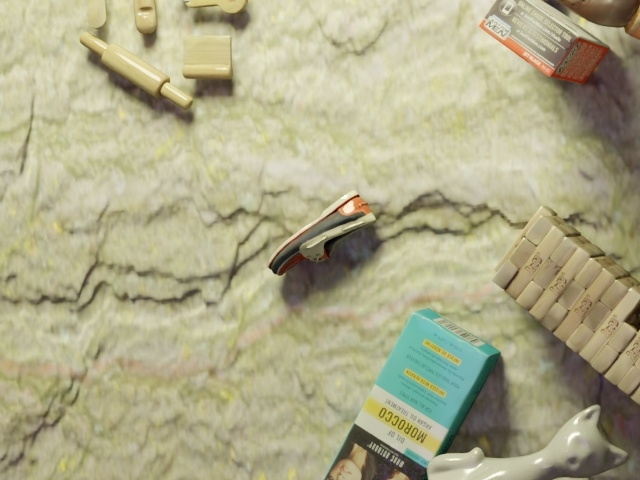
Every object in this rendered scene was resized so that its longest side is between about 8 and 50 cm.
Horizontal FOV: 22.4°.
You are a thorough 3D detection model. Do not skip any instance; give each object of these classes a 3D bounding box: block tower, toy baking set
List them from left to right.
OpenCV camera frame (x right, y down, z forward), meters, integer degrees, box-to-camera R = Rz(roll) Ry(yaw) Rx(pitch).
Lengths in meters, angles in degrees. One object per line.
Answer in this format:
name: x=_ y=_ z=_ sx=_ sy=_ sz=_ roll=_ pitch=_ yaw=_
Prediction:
toy baking set: x=-0.193 y=-0.277 z=1.882 sx=0.256 sy=0.030 sz=0.197 roll=28 pitch=98 yaw=17
block tower: x=0.327 y=0.102 z=1.668 sx=0.335 sy=0.097 sz=0.091 roll=40 pitch=103 yaw=16

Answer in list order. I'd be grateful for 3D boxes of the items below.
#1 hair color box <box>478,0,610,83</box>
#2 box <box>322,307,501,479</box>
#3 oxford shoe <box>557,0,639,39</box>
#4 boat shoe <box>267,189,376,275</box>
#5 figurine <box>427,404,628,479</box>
hair color box: x=0.231 y=-0.208 z=1.653 sx=0.093 sy=0.167 sz=0.053 roll=38 pitch=104 yaw=15
box: x=0.094 y=0.204 z=1.774 sx=0.100 sy=0.060 sz=0.244 roll=30 pitch=101 yaw=17
oxford shoe: x=0.337 y=-0.389 z=1.612 sx=0.132 sy=0.130 sz=0.364 roll=17 pitch=98 yaw=-1
boat shoe: x=0.000 y=0.000 z=1.810 sx=0.137 sy=0.049 sz=0.043 roll=-38 pitch=81 yaw=12
figurine: x=0.244 y=0.296 z=1.700 sx=0.209 sy=0.092 sz=0.215 roll=-24 pitch=97 yaw=11
